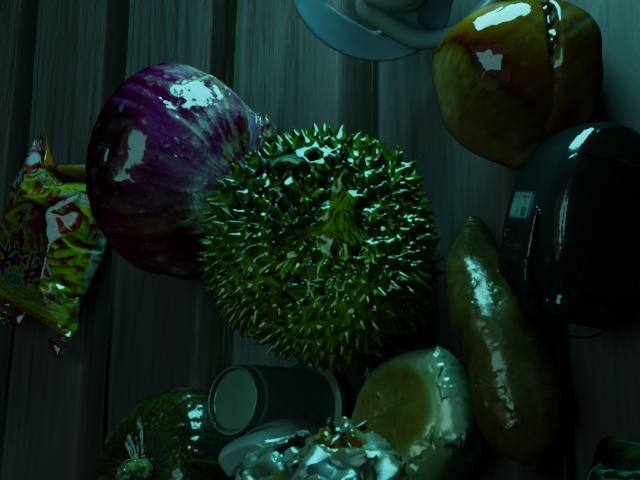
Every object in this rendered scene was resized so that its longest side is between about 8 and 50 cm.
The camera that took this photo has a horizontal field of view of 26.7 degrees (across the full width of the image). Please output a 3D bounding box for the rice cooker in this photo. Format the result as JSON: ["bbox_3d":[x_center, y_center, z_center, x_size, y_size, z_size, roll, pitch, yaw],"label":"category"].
[{"bbox_3d":[0.246,-0.011,1.272,0.118,0.142,0.203,10,81,60],"label":"rice cooker"}]

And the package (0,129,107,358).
[{"bbox_3d":[-0.387,0.004,1.957,0.223,0.108,0.288,26,102,43],"label":"package"}]

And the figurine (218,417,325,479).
[{"bbox_3d":[-0.048,0.287,1.420,0.176,0.133,0.236,49,135,31],"label":"figurine"}]

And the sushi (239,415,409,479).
[{"bbox_3d":[0.057,0.345,1.128,0.176,0.417,0.417,-15,59,5],"label":"sushi"}]

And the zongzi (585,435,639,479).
[{"bbox_3d":[0.303,0.370,1.058,0.319,0.362,0.383,5,41,49],"label":"zongzi"}]

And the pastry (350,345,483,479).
[{"bbox_3d":[0.102,0.185,1.385,0.166,0.088,0.166,-17,65,42],"label":"pastry"}]

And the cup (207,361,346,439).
[{"bbox_3d":[-0.050,0.184,1.506,0.120,0.141,0.120,-18,63,39],"label":"cup"}]

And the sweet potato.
[{"bbox_3d":[0.177,0.086,1.341,0.097,0.097,0.292,-36,50,32],"label":"sweet potato"}]

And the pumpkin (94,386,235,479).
[{"bbox_3d":[-0.188,0.288,1.598,0.219,0.162,0.219,-17,63,37],"label":"pumpkin"}]

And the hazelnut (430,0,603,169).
[{"bbox_3d":[0.205,-0.157,1.360,0.182,0.182,0.182,-19,62,41],"label":"hazelnut"}]

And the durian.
[{"bbox_3d":[0.000,-0.004,1.441,0.291,0.224,0.291,-10,35,7],"label":"durian"}]

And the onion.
[{"bbox_3d":[-0.186,-0.085,1.689,0.272,0.230,0.256,-9,69,36],"label":"onion"}]

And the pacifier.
[{"bbox_3d":[0.098,-0.346,1.548,0.287,0.238,0.226,-60,12,18],"label":"pacifier"}]
